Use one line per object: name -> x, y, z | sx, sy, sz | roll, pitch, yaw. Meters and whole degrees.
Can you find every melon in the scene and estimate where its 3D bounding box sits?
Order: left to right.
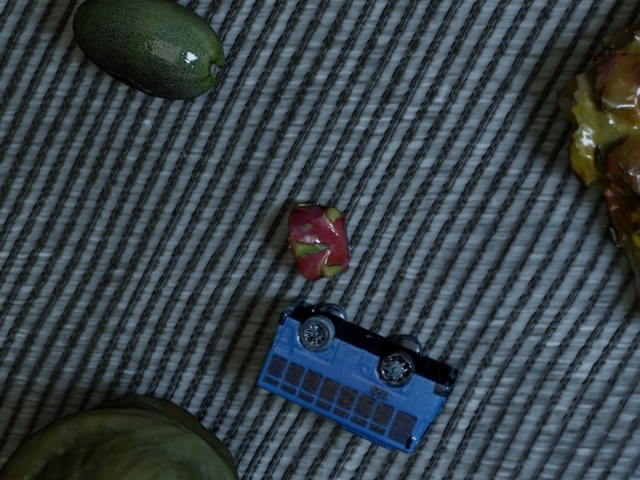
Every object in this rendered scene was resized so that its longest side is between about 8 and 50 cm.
melon -> -0.174, -0.198, 1.276 | 0.162, 0.099, 0.099 | 23, 100, 12

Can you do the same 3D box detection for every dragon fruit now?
dragon fruit -> 0.000, 0.000, 1.288 | 0.056, 0.060, 0.083 | -9, 93, 14

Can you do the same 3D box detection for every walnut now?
walnut -> -0.206, 0.291, 1.271 | 0.282, 0.227, 0.283 | 1, 107, 2

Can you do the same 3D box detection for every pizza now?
pizza -> 0.366, -0.112, 1.193 | 0.277, 0.114, 0.409 | 25, 97, 1

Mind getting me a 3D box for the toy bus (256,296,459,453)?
toy bus -> 0.038, 0.137, 1.283 | 0.184, 0.090, 0.106 | 24, 100, 8
